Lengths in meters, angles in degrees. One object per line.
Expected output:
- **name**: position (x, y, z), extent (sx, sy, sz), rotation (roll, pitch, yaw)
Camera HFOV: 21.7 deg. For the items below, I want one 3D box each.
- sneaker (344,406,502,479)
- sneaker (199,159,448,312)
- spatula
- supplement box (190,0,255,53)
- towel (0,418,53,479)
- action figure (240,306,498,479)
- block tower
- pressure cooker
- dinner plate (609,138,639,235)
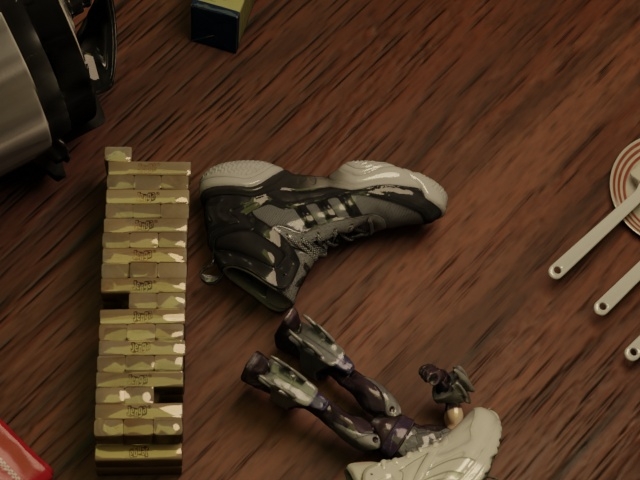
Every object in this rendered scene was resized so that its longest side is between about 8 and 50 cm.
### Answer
- **sneaker**: position (0.085, 0.235, 1.608), extent (0.115, 0.090, 0.232), rotation (37, 62, 9)
- **sneaker**: position (0.000, 0.000, 1.780), extent (0.269, 0.101, 0.153), rotation (2, 67, 3)
- **spatula**: position (0.371, 0.008, 1.830), extent (0.242, 0.019, 0.168), rotation (-40, 81, -18)
- **supplement box**: position (-0.109, -0.273, 1.894), extent (0.056, 0.083, 0.083), rotation (17, 67, 2)
- **towel**: position (-0.421, 0.252, 1.639), extent (0.199, 0.031, 0.275), rotation (45, 63, 1)
- **action figure**: position (0.059, 0.188, 1.703), extent (0.285, 0.099, 0.185), rotation (34, 63, 7)
- **block tower**: position (-0.183, 0.070, 1.738), extent (0.097, 0.091, 0.335), rotation (0, 67, -5)
- **pressure cooker**: position (-0.415, -0.213, 1.692), extent (0.420, 0.370, 0.375), rotation (-29, 75, -12)
- **dinner plate**: position (0.393, -0.055, 1.874), extent (0.141, 0.017, 0.141), rotation (1, 67, -3)
